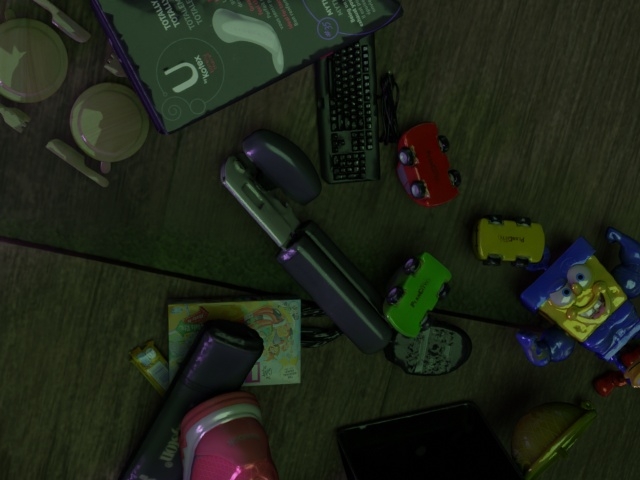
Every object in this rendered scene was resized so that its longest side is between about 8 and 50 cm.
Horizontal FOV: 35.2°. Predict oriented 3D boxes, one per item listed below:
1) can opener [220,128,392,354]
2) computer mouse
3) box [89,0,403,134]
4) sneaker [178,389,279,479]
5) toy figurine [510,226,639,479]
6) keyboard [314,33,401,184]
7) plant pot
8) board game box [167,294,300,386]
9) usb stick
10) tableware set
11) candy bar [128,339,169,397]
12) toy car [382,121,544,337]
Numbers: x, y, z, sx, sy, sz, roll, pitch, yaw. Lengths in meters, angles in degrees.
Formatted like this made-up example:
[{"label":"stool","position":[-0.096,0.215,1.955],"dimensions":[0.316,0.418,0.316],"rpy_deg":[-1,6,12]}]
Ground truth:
[{"label":"can opener","position":[0.000,0.000,1.137],"dimensions":[0.095,0.076,0.283],"rpy_deg":[-36,104,28]},{"label":"computer mouse","position":[0.068,0.118,1.237],"dimensions":[0.242,0.041,0.071],"rpy_deg":[11,102,-9]},{"label":"box","position":[-0.080,-0.238,1.031],"dimensions":[0.270,0.143,0.165],"rpy_deg":[-28,102,-8]},{"label":"sneaker","position":[-0.110,0.319,1.148],"dimensions":[0.116,0.136,0.313],"rpy_deg":[-12,133,-23]},{"label":"toy figurine","position":[0.311,0.105,1.262],"dimensions":[0.362,0.191,0.217],"rpy_deg":[-44,81,1]},{"label":"keyboard","position":[0.046,-0.159,1.153],"dimensions":[0.100,0.038,0.192],"rpy_deg":[-8,107,-12]},{"label":"plant pot","position":[0.137,0.334,1.238],"dimensions":[0.188,0.188,0.166],"rpy_deg":[-11,118,-11]},{"label":"board game box","position":[-0.100,0.118,1.177],"dimensions":[0.154,0.026,0.103],"rpy_deg":[-2,101,-11]},{"label":"usb stick","position":[-0.152,0.202,1.155],"dimensions":[0.077,0.045,0.278],"rpy_deg":[18,119,-24]},{"label":"tableware set","position":[-0.272,-0.158,1.078],"dimensions":[0.194,0.039,0.128],"rpy_deg":[38,82,-25]},{"label":"candy bar","position":[-0.168,0.184,1.203],"dimensions":[0.040,0.018,0.161],"rpy_deg":[-39,109,-5]},{"label":"toy car","position":[0.134,0.011,1.181],"dimensions":[0.239,0.053,0.225],"rpy_deg":[40,71,-19]}]
